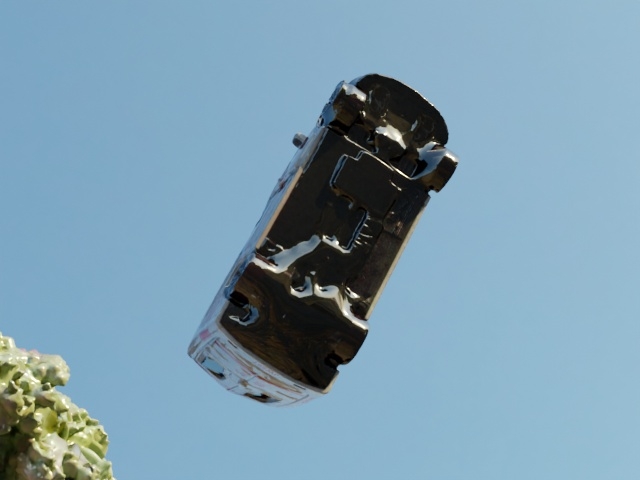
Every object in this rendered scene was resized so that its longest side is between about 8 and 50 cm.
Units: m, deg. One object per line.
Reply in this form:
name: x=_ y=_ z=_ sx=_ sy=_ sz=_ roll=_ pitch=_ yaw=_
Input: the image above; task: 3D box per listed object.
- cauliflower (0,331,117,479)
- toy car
cauliflower: x=-0.283 y=0.200 z=1.526 sx=0.256 sy=0.315 sz=0.239 roll=27 pitch=-54 yaw=-37
toy car: x=0.000 y=0.000 z=1.154 sx=0.210 sy=0.089 sz=0.108 roll=-62 pitch=9 yaw=-22
